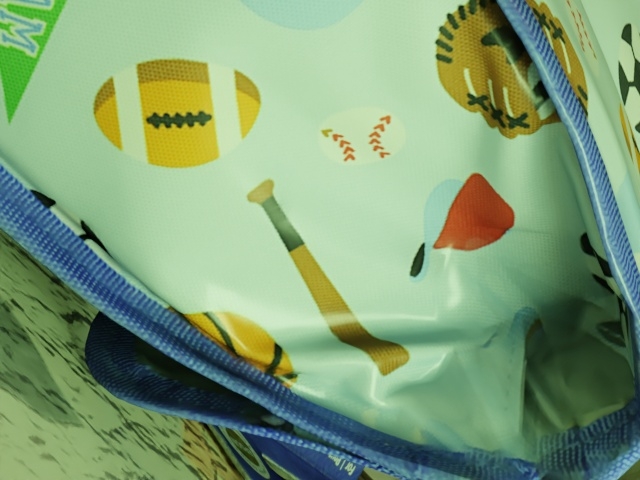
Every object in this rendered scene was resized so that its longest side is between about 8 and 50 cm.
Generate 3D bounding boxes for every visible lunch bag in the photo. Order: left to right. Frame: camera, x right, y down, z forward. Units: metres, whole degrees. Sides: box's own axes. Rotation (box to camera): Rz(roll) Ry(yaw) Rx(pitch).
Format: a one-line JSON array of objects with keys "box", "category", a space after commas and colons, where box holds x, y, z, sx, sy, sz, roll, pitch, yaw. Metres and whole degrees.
[{"box": [-0.009, -0.105, 0.660, 0.385, 0.239, 0.328, 42, 27, -8], "category": "lunch bag"}]

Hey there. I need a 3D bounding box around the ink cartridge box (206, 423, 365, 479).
[{"box": [-0.065, -0.003, 0.846, 0.371, 0.069, 0.176, 55, 6, 35], "category": "ink cartridge box"}]

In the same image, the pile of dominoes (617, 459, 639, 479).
[{"box": [0.179, 0.120, 1.374, 0.196, 0.040, 0.251, 49, -40, -10], "category": "pile of dominoes"}]
